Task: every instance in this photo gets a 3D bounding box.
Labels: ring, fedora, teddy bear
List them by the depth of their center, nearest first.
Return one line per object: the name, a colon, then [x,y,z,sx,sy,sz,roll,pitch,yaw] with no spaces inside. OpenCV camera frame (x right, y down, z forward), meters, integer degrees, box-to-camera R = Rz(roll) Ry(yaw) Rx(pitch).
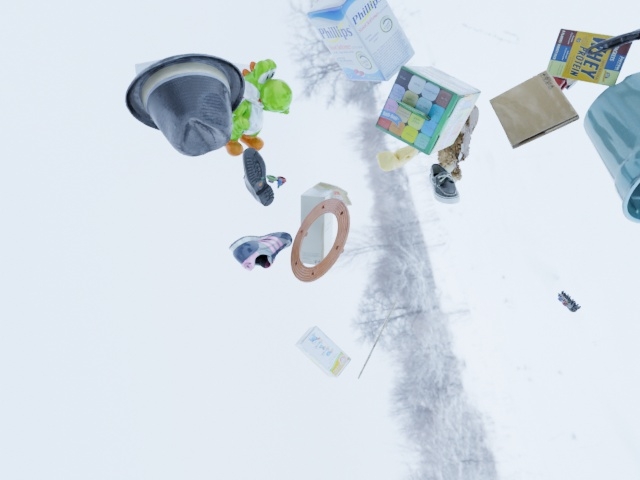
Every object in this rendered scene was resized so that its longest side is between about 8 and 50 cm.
fedora: [-0.318,-0.318,1.184,0.334,0.334,0.152,29,-142,-76]
ring: [0.000,0.000,1.724,0.032,0.337,0.336,27,-139,-31]
teddy bear: [0.496,-0.363,1.755,0.245,0.113,0.337,3,-82,-54]

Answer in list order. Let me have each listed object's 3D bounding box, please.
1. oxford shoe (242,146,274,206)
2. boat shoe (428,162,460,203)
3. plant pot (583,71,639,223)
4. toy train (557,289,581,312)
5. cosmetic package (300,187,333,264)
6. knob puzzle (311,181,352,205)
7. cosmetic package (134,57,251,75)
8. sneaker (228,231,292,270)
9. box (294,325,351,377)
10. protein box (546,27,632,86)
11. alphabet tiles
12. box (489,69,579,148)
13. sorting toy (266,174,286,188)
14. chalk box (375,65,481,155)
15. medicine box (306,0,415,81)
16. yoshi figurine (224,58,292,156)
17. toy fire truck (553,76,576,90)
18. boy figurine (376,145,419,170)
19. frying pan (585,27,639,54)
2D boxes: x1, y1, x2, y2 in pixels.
oxford shoe: [-0.231,-0.218,1.571,0.096,0.083,0.227,30,146,34]
boat shoe: [0.405,-0.191,1.548,0.219,0.078,0.070,-102,4,-58]
plant pot: [0.950,-0.280,1.314,0.341,0.341,0.334,64,-167,-51]
toy train: [0.777,0.193,1.462,0.027,0.036,0.158,38,-164,4]
cosmetic package: [-0.015,-0.062,2.039,0.160,0.113,0.309,-51,-35,-65]
knob puzzle: [0.038,-0.220,2.156,0.213,0.213,0.029,61,-145,-58]
cosmetic package: [-0.460,-0.603,1.812,0.453,0.230,0.161,-30,-61,-60]
sneaker: [-0.204,0.049,1.782,0.319,0.112,0.131,-12,-117,-52]
box: [0.009,0.461,1.921,0.203,0.103,0.114,44,159,-2]
protein box: [0.837,-0.574,1.453,0.201,0.200,0.135,-35,-40,-53]
alphabet tiles: [0.245,0.418,1.985,0.342,0.011,0.285,-52,-16,-46]
box: [0.551,-0.346,1.220,0.021,0.165,0.201,41,-148,-43]
sorting toy: [-0.189,-0.251,1.995,0.061,0.102,0.042,41,121,42]
chalk box: [0.284,-0.357,1.269,0.289,0.180,0.179,-29,-31,-52]
medicine box: [0.134,-0.705,1.583,0.289,0.149,0.263,47,174,-32]
yoshi figurine: [-0.210,-0.442,1.623,0.362,0.203,0.203,123,154,-44]
toy fire truck: [1.007,-0.692,1.895,0.158,0.246,0.217,52,146,16]
boy figurine: [0.359,-0.376,2.026,0.092,0.285,0.177,63,159,3]
frying pan: [0.889,-0.580,1.201,0.053,0.326,0.197,-71,-21,-51]
